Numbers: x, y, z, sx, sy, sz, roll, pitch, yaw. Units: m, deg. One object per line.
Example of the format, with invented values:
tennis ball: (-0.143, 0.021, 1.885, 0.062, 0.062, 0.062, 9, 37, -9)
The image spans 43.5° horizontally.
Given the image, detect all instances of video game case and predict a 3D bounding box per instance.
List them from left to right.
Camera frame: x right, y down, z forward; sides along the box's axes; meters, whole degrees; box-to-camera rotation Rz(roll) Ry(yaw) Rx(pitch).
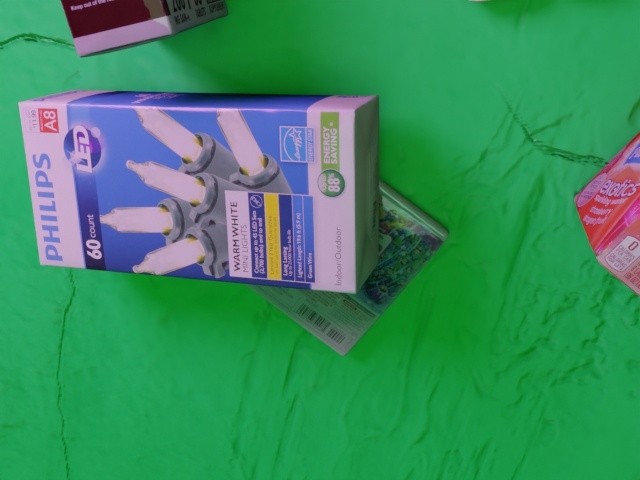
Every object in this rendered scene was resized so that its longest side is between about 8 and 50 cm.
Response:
video game case: (0.000, 0.000, 0.658, 0.157, 0.019, 0.143, 37, 113, -3)

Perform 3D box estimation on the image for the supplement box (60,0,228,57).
supplement box: (-0.140, -0.254, 0.527, 0.073, 0.130, 0.239, -10, 109, 14)

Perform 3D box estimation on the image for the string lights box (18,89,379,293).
string lights box: (-0.089, -0.043, 0.610, 0.259, 0.077, 0.133, 4, 108, 16)

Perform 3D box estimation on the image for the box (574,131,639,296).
box: (0.314, 0.026, 0.548, 0.257, 0.128, 0.123, 39, 113, -5)
